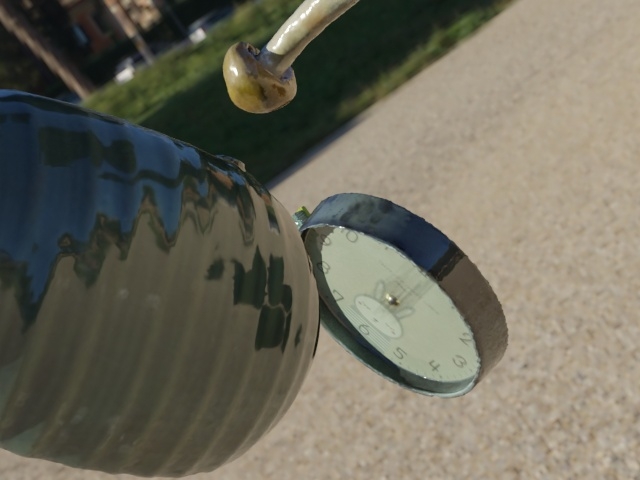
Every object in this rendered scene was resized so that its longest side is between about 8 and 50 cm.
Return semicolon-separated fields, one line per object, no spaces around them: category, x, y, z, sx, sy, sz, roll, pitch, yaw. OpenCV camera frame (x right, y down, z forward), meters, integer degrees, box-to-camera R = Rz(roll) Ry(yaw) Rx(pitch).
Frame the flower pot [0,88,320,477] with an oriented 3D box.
flower pot;-0.113;0.021;0.624;0.189;0.243;0.157;6;78;54

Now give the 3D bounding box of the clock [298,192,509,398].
clock;0.065;0.052;1.171;0.042;0.215;0.215;-47;12;-29

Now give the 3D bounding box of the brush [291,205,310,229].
brush;0.000;0.000;1.450;0.021;0.083;0.019;-42;1;-30

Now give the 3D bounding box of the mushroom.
mushroom;0.015;-0.157;0.594;0.068;0.043;0.306;-14;-26;-27
